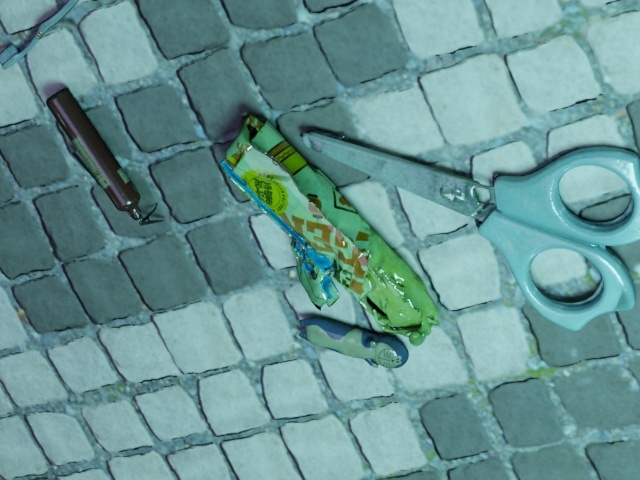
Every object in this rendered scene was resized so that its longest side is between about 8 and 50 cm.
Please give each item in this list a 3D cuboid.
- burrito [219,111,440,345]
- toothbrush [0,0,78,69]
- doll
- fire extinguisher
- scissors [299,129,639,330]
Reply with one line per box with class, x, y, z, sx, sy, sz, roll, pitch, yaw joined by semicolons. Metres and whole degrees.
burrito;0.000;0.000;1.570;0.288;0.054;0.104;45;126;-4
toothbrush;-0.269;-0.228;1.591;0.193;0.013;0.019;-34;91;35
doll;0.032;0.105;1.631;0.125;0.027;0.037;13;129;17
fire extinguisher;-0.232;-0.079;1.647;0.049;0.035;0.173;-29;100;30
scissors;0.144;-0.042;1.499;0.360;0.029;0.191;21;120;15
